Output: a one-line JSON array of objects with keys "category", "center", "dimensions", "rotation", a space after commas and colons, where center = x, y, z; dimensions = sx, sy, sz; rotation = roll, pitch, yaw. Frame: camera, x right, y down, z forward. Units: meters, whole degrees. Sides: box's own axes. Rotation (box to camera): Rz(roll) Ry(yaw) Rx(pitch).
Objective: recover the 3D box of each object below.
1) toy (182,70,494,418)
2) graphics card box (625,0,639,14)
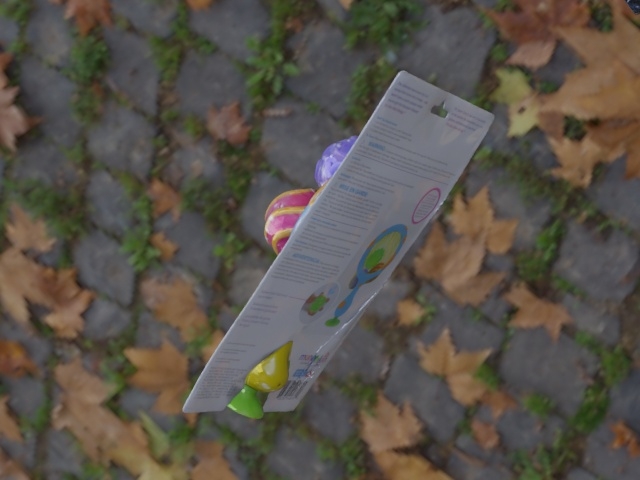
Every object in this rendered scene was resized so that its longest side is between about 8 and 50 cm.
[{"category": "toy", "center": [0.000, 0.000, 0.884], "dimensions": [0.056, 0.137, 0.237], "rotation": [36, 101, 27]}, {"category": "graphics card box", "center": [0.288, -0.422, 1.512], "dimensions": [0.094, 0.233, 0.371], "rotation": [-34, 88, 29]}]
